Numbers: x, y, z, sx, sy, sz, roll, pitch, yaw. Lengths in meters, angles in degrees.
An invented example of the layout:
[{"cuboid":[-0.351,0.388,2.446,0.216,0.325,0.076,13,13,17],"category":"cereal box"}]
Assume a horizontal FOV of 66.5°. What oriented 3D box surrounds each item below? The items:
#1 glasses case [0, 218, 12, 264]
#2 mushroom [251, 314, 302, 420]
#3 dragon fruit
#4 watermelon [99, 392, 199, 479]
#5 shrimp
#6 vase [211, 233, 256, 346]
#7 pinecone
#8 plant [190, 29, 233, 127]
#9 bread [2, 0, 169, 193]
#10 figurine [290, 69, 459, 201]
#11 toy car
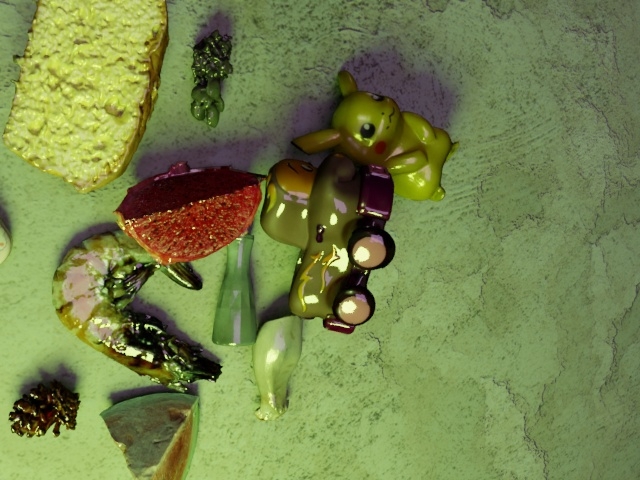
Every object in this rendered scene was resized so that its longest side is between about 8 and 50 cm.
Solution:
[{"cuboid":[-0.601,-0.077,0.752,0.113,0.075,0.297,-33,108,-19],"category":"glasses case"},{"cuboid":[-0.089,0.260,0.999,0.116,0.093,0.225,10,86,-45],"category":"mushroom"},{"cuboid":[-0.238,-0.058,0.898,0.274,0.161,0.126,-22,132,-29],"category":"dragon fruit"},{"cuboid":[-0.313,0.396,0.889,0.136,0.202,0.207,-5,96,16],"category":"watermelon"},{"cuboid":[-0.306,0.128,0.910,0.365,0.071,0.233,39,72,-23],"category":"shrimp"},{"cuboid":[-0.164,0.094,0.956,0.086,0.086,0.214,4,86,-24],"category":"vase"},{"cuboid":[-0.472,0.293,0.839,0.109,0.102,0.102,-16,102,7],"category":"pinecone"},{"cuboid":[-0.206,-0.300,0.906,0.085,0.087,0.174,10,95,11],"category":"plant"},{"cuboid":[-0.365,-0.249,0.786,0.194,0.179,0.340,16,91,-22],"category":"bread"},{"cuboid":[0.131,-0.214,1.015,0.326,0.169,0.218,30,67,-25],"category":"figurine"},{"cuboid":[0.000,0.000,0.927,0.240,0.271,0.341,12,111,-2],"category":"toy car"}]
